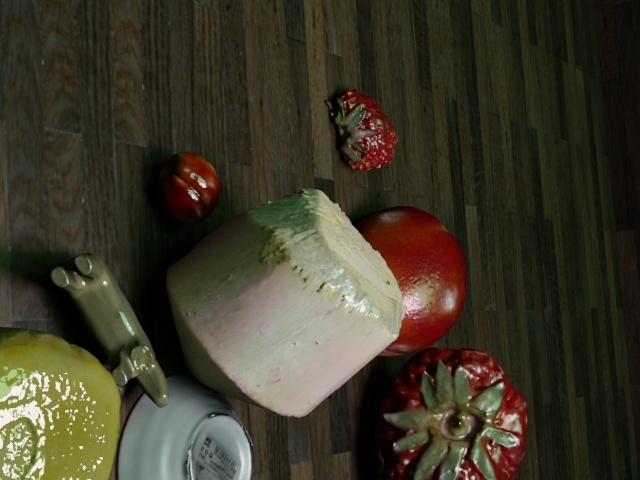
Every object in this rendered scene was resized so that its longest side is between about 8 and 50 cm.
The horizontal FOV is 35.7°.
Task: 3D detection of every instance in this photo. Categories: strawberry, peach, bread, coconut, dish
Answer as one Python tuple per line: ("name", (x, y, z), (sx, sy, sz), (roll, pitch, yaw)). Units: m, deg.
("strawberry", (0.248, 0.384, 1.877), (0.345, 0.295, 0.318), (64, 18, -62))
("peach", (-0.191, -0.075, 1.459), (0.100, 0.100, 0.101), (16, 71, -54))
("bread", (-0.348, 0.221, 1.108), (0.269, 0.148, 0.270), (2, 87, -53))
("peach", (0.153, 0.080, 1.842), (0.361, 0.201, 0.258), (-38, 116, -52))
("coconut", (-0.065, 0.099, 1.436), (0.297, 0.309, 0.297), (48, 16, -19))
("dish", (-0.168, 0.319, 1.421), (0.260, 0.085, 0.260), (15, 71, -54))
("strawberry", (0.106, -0.223, 1.936), (0.208, 0.087, 0.167), (-25, 103, -57))

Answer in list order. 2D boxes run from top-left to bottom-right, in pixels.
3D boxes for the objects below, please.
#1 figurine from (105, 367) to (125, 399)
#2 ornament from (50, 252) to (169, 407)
("figurine", (-0.305, 0.193, 1.270), (0.129, 0.054, 0.072), (24, 69, -50))
("ornament", (-0.259, 0.122, 1.285), (0.230, 0.061, 0.245), (60, -6, -3))
